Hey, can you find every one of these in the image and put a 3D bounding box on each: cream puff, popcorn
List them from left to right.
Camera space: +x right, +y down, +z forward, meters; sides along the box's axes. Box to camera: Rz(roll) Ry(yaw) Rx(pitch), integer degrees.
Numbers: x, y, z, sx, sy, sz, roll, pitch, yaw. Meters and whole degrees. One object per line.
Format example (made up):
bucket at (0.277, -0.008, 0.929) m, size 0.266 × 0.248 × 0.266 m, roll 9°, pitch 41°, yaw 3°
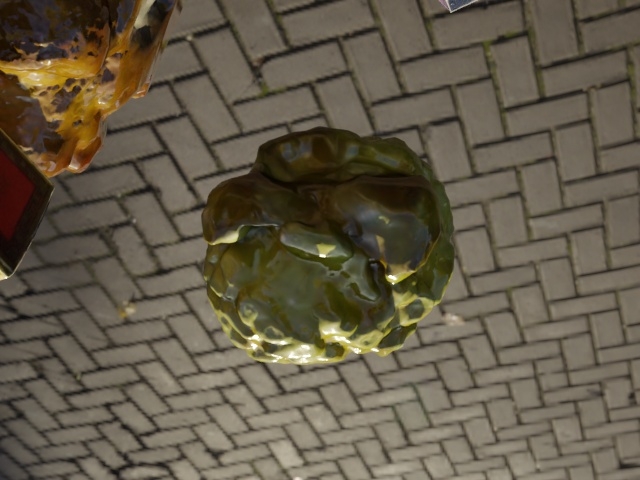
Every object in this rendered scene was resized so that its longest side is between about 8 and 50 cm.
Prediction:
cream puff at (-0.149, -0.170, 0.550) m, size 0.154 × 0.269 × 0.241 m, roll 15°, pitch 158°, yaw -8°
popcorn at (0.000, 0.000, 0.845) m, size 0.236 × 0.206 × 0.251 m, roll -25°, pitch 153°, yaw 17°

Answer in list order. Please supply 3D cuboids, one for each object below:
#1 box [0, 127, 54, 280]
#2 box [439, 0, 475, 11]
box at (-0.257, -0.064, 0.414) m, size 0.153 × 0.074 × 0.240 m, roll -18°, pitch 130°, yaw 22°
box at (0.174, -0.332, 1.206) m, size 0.050 × 0.117 × 0.036 m, roll -24°, pitch 114°, yaw 5°
